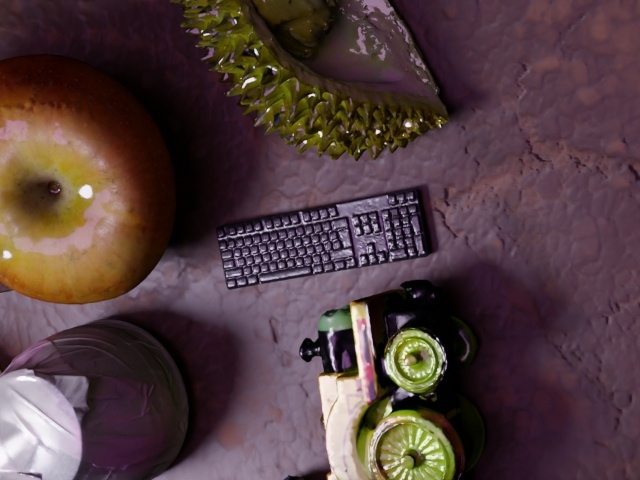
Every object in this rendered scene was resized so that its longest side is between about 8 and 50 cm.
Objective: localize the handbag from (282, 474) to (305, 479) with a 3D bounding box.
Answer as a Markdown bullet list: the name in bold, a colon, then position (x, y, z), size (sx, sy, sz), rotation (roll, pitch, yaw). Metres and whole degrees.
- **handbag**: position (-0.171, 0.345, 1.474), size (0.303, 0.329, 0.122), rotation (-25, 89, 26)

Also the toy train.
- **toy train**: position (0.065, 0.183, 1.469), size (0.160, 0.100, 0.296), rotation (-5, 94, 27)

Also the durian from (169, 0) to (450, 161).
- **durian**: position (-0.039, -0.219, 1.488), size (0.169, 0.157, 0.355), rotation (-26, 84, -11)

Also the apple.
- **apple**: position (-0.239, -0.056, 1.539), size (0.210, 0.173, 0.235), rotation (-19, 102, 2)

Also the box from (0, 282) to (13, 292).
- **box**: position (-0.391, -0.018, 1.568), size (0.097, 0.265, 0.168), rotation (-7, 94, 28)

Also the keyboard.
- **keyboard**: position (0.000, 0.000, 1.525), size (0.204, 0.013, 0.061), rotation (-10, 92, 26)

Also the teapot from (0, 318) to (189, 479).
- **teapot**: position (-0.254, 0.168, 1.573), size (0.221, 0.178, 0.163), rotation (-12, 90, 27)

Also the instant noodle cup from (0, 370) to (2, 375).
- **instant noodle cup**: position (-0.411, 0.191, 1.668), size (0.182, 0.144, 0.182), rotation (3, 97, 24)
